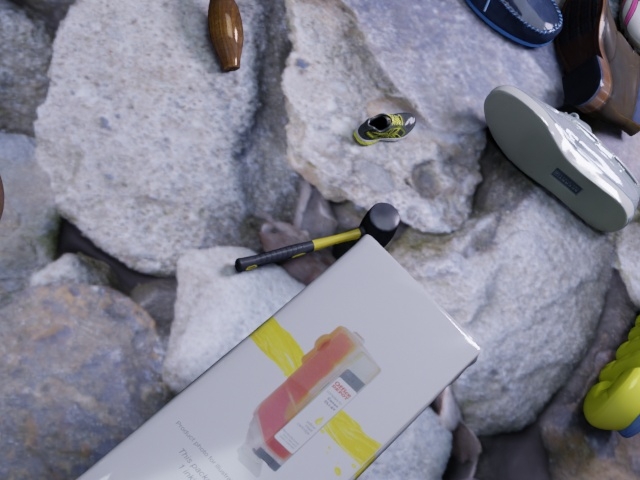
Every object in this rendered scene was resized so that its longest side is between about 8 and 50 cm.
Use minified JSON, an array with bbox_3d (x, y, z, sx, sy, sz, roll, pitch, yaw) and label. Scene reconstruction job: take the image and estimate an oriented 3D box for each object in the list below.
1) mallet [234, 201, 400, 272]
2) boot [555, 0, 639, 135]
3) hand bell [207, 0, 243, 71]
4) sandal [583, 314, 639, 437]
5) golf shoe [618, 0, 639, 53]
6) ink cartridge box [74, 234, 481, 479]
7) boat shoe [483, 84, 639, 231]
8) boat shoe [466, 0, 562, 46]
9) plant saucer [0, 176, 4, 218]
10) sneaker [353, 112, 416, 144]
[{"bbox_3d":[0.000,0.000,1.654,0.190,0.062,0.039,-13,69,-28],"label":"mallet"},{"bbox_3d":[0.359,-0.231,1.936,0.106,0.082,0.219,32,49,-32],"label":"boot"},{"bbox_3d":[-0.118,-0.312,1.756,0.126,0.126,0.242,-5,78,-25],"label":"hand bell"},{"bbox_3d":[0.426,0.126,1.747,0.138,0.126,0.317,41,64,-3],"label":"sandal"},{"bbox_3d":[0.436,-0.327,1.996,0.067,0.086,0.186,15,61,-16],"label":"golf shoe"},{"bbox_3d":[-0.071,0.203,1.392,0.160,0.279,0.385,47,56,6],"label":"ink cartridge box"},{"bbox_3d":[0.292,-0.108,1.835,0.227,0.079,0.081,43,47,-3],"label":"boat shoe"},{"bbox_3d":[0.208,-0.352,1.909,0.258,0.089,0.109,46,57,4],"label":"boat shoe"},{"bbox_3d":[-0.398,-0.055,1.534,0.168,0.029,0.168,10,61,-19],"label":"plant saucer"},{"bbox_3d":[0.080,-0.132,1.773,0.083,0.035,0.031,-20,75,-30],"label":"sneaker"}]
